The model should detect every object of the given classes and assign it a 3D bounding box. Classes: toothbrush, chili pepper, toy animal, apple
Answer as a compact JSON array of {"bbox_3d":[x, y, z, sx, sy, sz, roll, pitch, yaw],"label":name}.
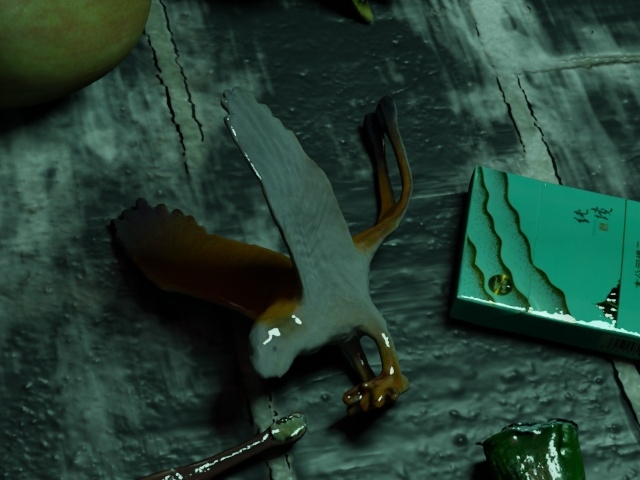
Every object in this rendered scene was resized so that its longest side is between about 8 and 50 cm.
[{"bbox_3d":[-0.164,0.218,1.561,0.364,0.041,0.041,-23,59,-25],"label":"toothbrush"},{"bbox_3d":[0.194,0.254,1.591,0.088,0.059,0.227,-7,58,-9],"label":"chili pepper"},{"bbox_3d":[0.008,0.020,1.724,0.284,0.225,0.302,-8,65,-42],"label":"toy animal"},{"bbox_3d":[-0.280,-0.246,1.769,0.234,0.257,0.257,-14,56,-25],"label":"apple"}]

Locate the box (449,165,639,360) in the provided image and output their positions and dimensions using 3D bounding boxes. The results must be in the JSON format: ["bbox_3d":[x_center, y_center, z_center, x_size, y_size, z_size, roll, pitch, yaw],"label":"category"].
[{"bbox_3d":[0.238,0.025,1.782,0.226,0.042,0.161,13,50,-1],"label":"box"}]

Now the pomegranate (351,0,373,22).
[{"bbox_3d":[-0.014,-0.335,1.928,0.263,0.211,0.211,44,55,-1],"label":"pomegranate"}]
